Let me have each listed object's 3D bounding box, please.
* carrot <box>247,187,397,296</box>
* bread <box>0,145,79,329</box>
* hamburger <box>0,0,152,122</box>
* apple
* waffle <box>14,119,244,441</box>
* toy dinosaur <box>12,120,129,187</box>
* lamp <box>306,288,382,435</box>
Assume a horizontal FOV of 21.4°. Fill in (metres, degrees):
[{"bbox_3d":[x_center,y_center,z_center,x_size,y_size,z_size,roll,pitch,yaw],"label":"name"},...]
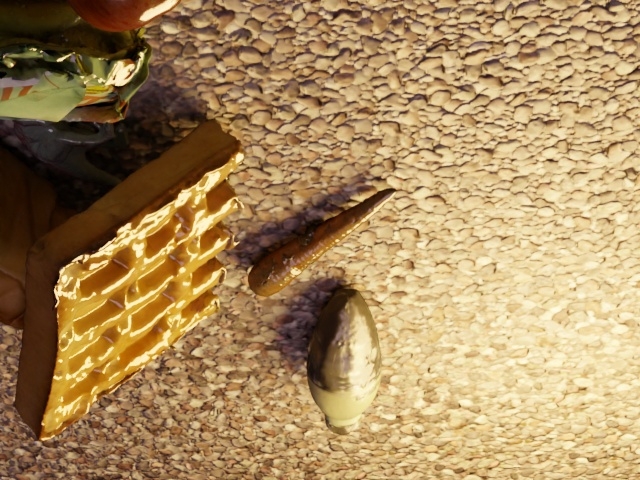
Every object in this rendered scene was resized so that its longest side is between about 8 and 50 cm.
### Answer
[{"bbox_3d":[0.000,0.000,2.040,0.049,0.049,0.254,30,131,-34],"label":"carrot"},{"bbox_3d":[-0.391,-0.020,1.900,0.132,0.167,0.294,-25,137,29],"label":"bread"},{"bbox_3d":[-0.280,-0.182,1.687,0.214,0.125,0.235,-9,168,8],"label":"hamburger"},{"bbox_3d":[-0.172,-0.246,1.521,0.126,0.126,0.102,-21,114,25],"label":"apple"},{"bbox_3d":[-0.218,0.049,1.916,0.077,0.304,0.348,40,144,18],"label":"waffle"},{"bbox_3d":[-0.290,-0.105,1.886,0.167,0.053,0.242,-12,142,17],"label":"toy dinosaur"},{"bbox_3d":[0.030,0.159,2.213,0.101,0.101,0.250,-1,131,0],"label":"lamp"}]
